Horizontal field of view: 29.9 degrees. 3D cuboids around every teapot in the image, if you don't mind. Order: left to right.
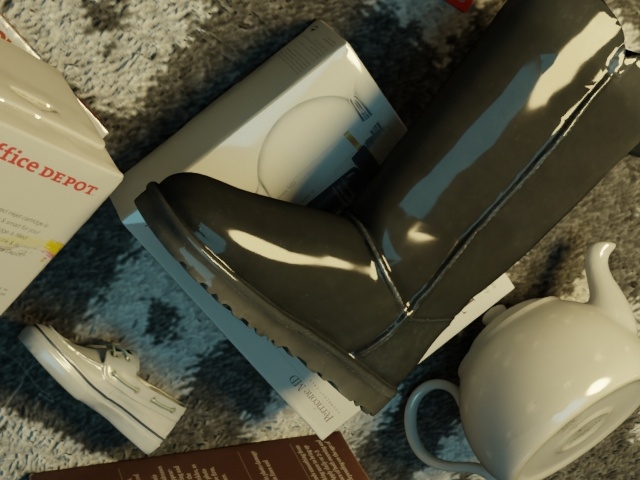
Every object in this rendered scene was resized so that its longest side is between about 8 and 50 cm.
[{"bbox_3d":[0.251,0.158,1.418,0.256,0.187,0.252,-22,150,-29],"label":"teapot"}]

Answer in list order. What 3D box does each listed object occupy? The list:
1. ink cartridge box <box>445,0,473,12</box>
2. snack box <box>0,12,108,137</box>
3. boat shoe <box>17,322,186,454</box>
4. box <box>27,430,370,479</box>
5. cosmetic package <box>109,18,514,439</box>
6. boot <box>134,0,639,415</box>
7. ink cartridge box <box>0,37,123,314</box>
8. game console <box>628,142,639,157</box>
[{"bbox_3d":[0.121,-0.380,1.166,0.275,0.060,0.239,26,102,-30],"label":"ink cartridge box"},{"bbox_3d":[-0.284,-0.147,1.143,0.064,0.022,0.178,-40,122,1],"label":"snack box"},{"bbox_3d":[-0.230,0.142,1.285,0.076,0.083,0.226,-46,134,-9],"label":"boat shoe"},{"bbox_3d":[-0.126,0.342,1.350,0.381,0.191,0.143,-3,116,-20],"label":"box"},{"bbox_3d":[0.000,0.000,1.287,0.284,0.097,0.377,-38,123,2],"label":"cosmetic package"},{"bbox_3d":[0.092,-0.087,1.138,0.445,0.146,0.367,-45,130,5],"label":"boot"},{"bbox_3d":[-0.328,-0.053,1.044,0.233,0.168,0.171,-45,144,14],"label":"ink cartridge box"},{"bbox_3d":[0.531,-0.165,1.366,0.293,0.173,0.250,11,110,-25],"label":"game console"}]
